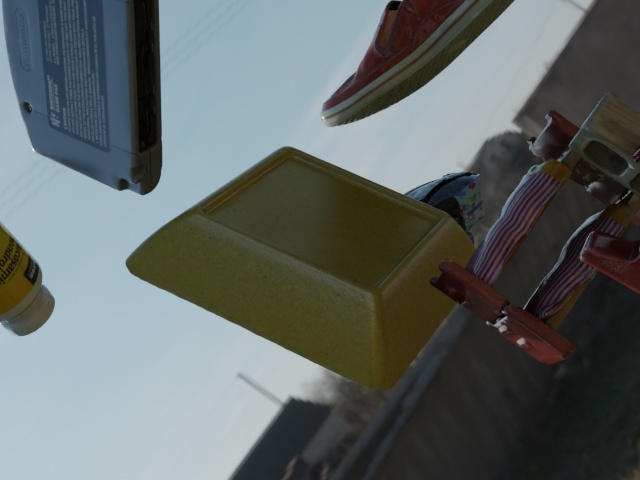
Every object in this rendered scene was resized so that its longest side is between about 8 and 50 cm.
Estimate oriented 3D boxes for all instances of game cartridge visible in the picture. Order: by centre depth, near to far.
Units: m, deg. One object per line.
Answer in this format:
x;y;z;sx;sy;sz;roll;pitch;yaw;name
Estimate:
-0.263;-0.211;1.201;0.062;0.198;0.297;-33;-41;-42;game cartridge

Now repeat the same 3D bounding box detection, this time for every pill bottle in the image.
-0.413;0.037;1.364;0.103;0.103;0.184;-52;-44;-20;pill bottle

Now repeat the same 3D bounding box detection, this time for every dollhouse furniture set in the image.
0.233;-0.026;0.981;0.201;0.152;0.374;-54;-6;-10;dollhouse furniture set

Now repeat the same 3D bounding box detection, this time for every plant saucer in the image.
0.000;0.000;1.271;0.333;0.332;0.081;-42;-29;-54;plant saucer

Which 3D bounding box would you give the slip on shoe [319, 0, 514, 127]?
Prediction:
0.115;-0.262;1.427;0.331;0.101;0.123;-41;-11;33;slip on shoe

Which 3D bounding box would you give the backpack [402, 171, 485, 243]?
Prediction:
0.171;-0.029;1.642;0.173;0.117;0.158;-31;9;-33;backpack
